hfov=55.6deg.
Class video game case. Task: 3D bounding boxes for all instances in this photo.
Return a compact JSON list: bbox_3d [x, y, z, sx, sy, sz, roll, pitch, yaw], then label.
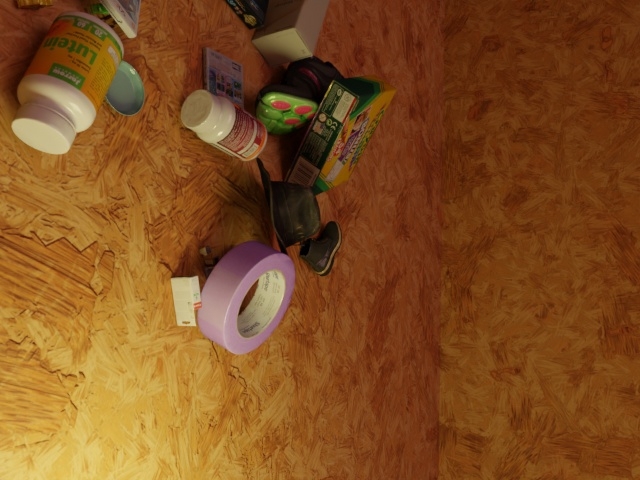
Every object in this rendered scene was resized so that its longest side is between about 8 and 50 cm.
[{"bbox_3d":[-0.259,-0.425,1.634,0.157,0.019,0.143,6,81,-61],"label":"video game case"},{"bbox_3d":[-0.429,-0.564,1.273,0.183,0.023,0.201,56,30,-64],"label":"video game case"}]

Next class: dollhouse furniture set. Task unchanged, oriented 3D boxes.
[{"bbox_3d":[-0.235,0.042,1.548,0.114,0.081,0.091,-33,115,-58],"label":"dollhouse furniture set"}]

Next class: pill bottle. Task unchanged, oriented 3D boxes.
[{"bbox_3d":[-0.242,-0.291,1.541,0.221,0.121,0.121,25,65,-58],"label":"pill bottle"},{"bbox_3d":[-0.468,-0.287,1.119,0.136,0.136,0.245,47,47,-48],"label":"pill bottle"}]

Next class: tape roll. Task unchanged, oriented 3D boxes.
[{"bbox_3d":[-0.180,0.142,1.518,0.275,0.090,0.274,-43,146,-38],"label":"tape roll"}]

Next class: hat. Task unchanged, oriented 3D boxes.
[{"bbox_3d":[-0.072,-0.080,1.650,0.331,0.134,0.331,166,-90,-86],"label":"hat"}]

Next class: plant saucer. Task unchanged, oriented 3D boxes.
[{"bbox_3d":[-0.431,-0.327,1.310,0.119,0.021,0.119,11,77,-60],"label":"plant saucer"}]

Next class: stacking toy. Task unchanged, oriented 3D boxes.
[{"bbox_3d":[-0.506,-0.531,1.180,0.221,0.052,0.167,-31,114,-60],"label":"stacking toy"}]

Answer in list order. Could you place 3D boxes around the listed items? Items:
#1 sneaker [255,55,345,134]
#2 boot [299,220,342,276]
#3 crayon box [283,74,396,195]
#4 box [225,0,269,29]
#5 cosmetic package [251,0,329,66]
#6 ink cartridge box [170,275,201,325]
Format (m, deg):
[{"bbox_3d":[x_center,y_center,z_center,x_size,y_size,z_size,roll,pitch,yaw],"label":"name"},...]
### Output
[{"bbox_3d":[-0.069,-0.457,1.868,0.202,0.185,0.483,60,32,-2],"label":"sneaker"},{"bbox_3d":[0.000,0.000,1.991,0.137,0.077,0.198,42,50,-45],"label":"boot"},{"bbox_3d":[0.066,-0.329,1.910,0.313,0.106,0.363,-30,153,-57],"label":"crayon box"},{"bbox_3d":[-0.224,-0.734,1.705,0.220,0.051,0.175,40,53,-52],"label":"box"},{"bbox_3d":[-0.081,-0.689,1.848,0.113,0.160,0.309,50,44,-45],"label":"cosmetic package"},{"bbox_3d":[-0.311,0.141,1.418,0.029,0.063,0.115,-15,99,-58],"label":"ink cartridge box"}]
